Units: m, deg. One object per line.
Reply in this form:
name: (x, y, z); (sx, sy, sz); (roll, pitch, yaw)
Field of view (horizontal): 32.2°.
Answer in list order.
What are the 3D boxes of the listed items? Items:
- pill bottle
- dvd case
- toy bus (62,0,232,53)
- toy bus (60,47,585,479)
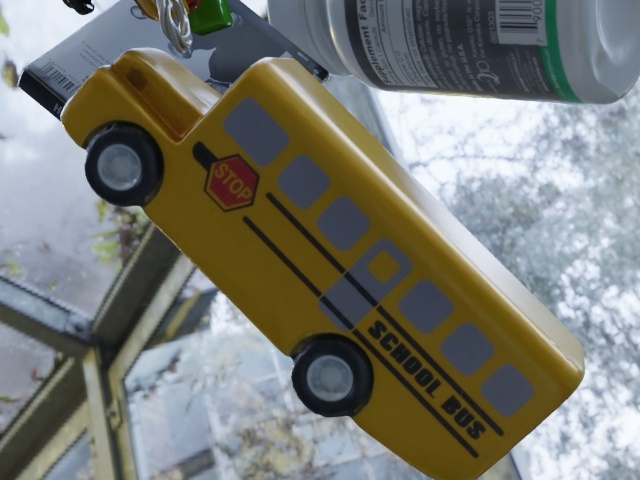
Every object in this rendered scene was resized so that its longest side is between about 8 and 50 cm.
pill bottle: (0.136, -0.248, 1.123); (0.361, 0.204, 0.204); (10, -21, 36)
dvd case: (-0.116, -0.138, 0.951); (0.179, 0.238, 0.029); (40, -44, -1)
toy bus: (-0.148, -0.211, 0.733); (0.104, 0.202, 0.191); (-17, -75, 12)
toy bus: (0.000, 0.000, 0.690); (0.130, 0.332, 0.108); (-46, -3, 16)
